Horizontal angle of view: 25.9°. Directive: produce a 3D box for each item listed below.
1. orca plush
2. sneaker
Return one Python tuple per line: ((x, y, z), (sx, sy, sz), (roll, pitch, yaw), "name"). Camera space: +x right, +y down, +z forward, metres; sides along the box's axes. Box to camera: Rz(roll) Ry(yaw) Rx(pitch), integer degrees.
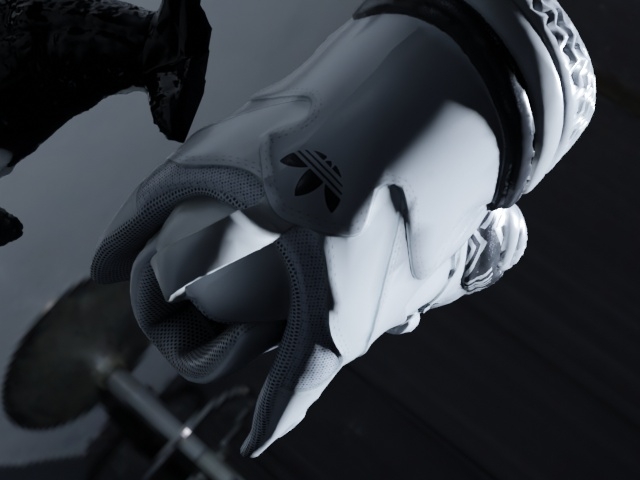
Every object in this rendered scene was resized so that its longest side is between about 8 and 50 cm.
((-0.192, -0.059, 0.700), (0.102, 0.287, 0.151), (-19, 110, -56), "orca plush")
((0.000, 0.000, 0.704), (0.210, 0.137, 0.366), (-39, 170, -14), "sneaker")
